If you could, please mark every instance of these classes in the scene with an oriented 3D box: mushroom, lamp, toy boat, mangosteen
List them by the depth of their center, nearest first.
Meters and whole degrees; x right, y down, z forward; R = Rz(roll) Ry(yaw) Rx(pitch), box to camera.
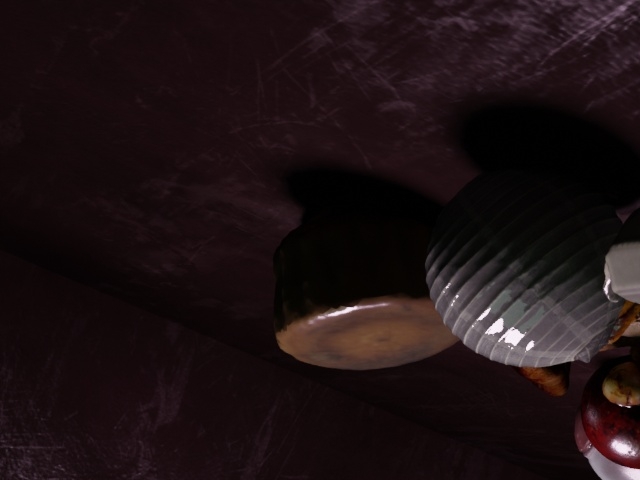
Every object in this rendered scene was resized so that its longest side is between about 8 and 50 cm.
[{"bbox_3d":[0.235,0.035,1.340,0.233,0.233,0.265,21,151,-3],"label":"lamp"},{"bbox_3d":[0.458,0.223,1.678,0.199,0.200,0.200,19,165,5],"label":"mangosteen"},{"bbox_3d":[0.390,0.140,1.767,0.217,0.148,0.227,-11,161,28],"label":"mushroom"},{"bbox_3d":[0.000,0.000,1.820,0.064,0.072,0.206,20,166,-6],"label":"toy boat"}]

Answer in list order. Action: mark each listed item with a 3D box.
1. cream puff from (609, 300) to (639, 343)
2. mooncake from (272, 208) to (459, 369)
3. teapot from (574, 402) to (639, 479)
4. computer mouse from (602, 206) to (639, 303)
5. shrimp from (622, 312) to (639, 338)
[{"bbox_3d":[0.363,0.072,1.534,0.104,0.119,0.133,41,154,5],"label":"cream puff"},{"bbox_3d":[0.071,0.072,1.703,0.290,0.161,0.290,-4,156,-2],"label":"mooncake"},{"bbox_3d":[0.585,0.337,2.045,0.312,0.233,0.315,25,-167,6],"label":"teapot"},{"bbox_3d":[0.440,0.018,1.200,0.228,0.146,0.429,-4,164,41],"label":"computer mouse"},{"bbox_3d":[0.414,0.088,1.622,0.262,0.066,0.117,7,152,-6],"label":"shrimp"}]
